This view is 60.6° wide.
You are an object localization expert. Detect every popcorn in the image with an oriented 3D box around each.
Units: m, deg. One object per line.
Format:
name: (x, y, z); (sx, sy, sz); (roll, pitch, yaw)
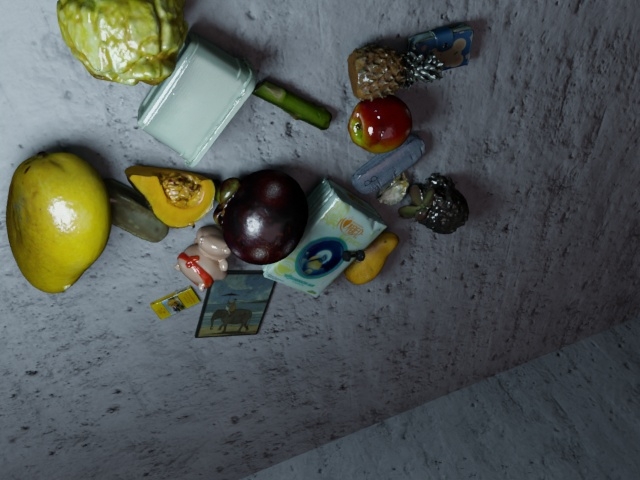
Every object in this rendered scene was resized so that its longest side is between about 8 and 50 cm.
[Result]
popcorn: (-0.437, -0.482, 1.205); (0.281, 0.282, 0.247); (-5, 133, -24)

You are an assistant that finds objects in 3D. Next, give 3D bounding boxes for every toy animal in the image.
toy animal: (-0.370, 0.059, 1.773); (0.171, 0.171, 0.198); (24, 108, -40)

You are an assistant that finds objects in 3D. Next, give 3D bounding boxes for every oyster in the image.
oyster: (0.261, -0.179, 1.977); (0.121, 0.045, 0.146); (-27, 143, -7)

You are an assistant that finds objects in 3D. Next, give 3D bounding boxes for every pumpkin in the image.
pumpkin: (-0.455, -0.125, 1.587); (0.278, 0.111, 0.163); (0, 114, -42)

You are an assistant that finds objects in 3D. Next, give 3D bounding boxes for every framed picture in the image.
framed picture: (-0.321, 0.244, 2.084); (0.264, 0.016, 0.347); (3, 127, -28)

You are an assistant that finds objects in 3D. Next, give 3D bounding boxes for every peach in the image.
peach: (0.192, -0.362, 1.682); (0.197, 0.197, 0.198); (-14, 134, -15)

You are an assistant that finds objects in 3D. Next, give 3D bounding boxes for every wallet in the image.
wallet: (0.360, -0.576, 1.662); (0.202, 0.059, 0.141); (-17, 141, -10)

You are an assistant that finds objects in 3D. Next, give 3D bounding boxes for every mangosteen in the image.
mangosteen: (-0.180, -0.079, 1.673); (0.297, 0.297, 0.293); (-40, 126, 11)

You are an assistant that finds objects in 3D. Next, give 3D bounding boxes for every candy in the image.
candy: (-0.553, -0.085, 1.605); (0.102, 0.104, 0.234); (-49, 134, 12)

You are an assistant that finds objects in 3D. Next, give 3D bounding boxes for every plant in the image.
plant: (0.423, -0.135, 2.012); (0.233, 0.178, 0.204); (29, 124, -31)

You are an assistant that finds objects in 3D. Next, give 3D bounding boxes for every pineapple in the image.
pineapple: (0.223, -0.489, 1.575); (0.278, 0.158, 0.158); (-8, 133, -5)

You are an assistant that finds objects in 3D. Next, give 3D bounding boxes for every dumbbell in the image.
dumbbell: (0.115, 0.053, 1.894); (0.083, 0.036, 0.040); (-2, 134, -32)

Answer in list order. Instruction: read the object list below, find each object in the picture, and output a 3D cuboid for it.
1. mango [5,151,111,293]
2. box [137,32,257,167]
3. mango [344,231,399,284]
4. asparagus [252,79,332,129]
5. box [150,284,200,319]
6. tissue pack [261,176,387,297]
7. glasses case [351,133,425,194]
mango: (-0.695, -0.030, 1.455); (0.220, 0.301, 0.445); (-35, 155, -49)
box: (-0.330, -0.372, 1.422); (0.182, 0.175, 0.312); (30, 112, -33)
mango: (0.191, 0.059, 2.116); (0.157, 0.109, 0.262); (31, 106, -32)
asparagus: (-0.082, -0.398, 1.597); (0.277, 0.060, 0.067); (21, 137, -39)
box: (-0.518, 0.222, 1.957); (0.155, 0.023, 0.087); (-25, 139, -4)
tissue pack: (0.000, 0.000, 1.925); (0.388, 0.162, 0.287); (-47, 137, 17)
glasses case: (0.232, -0.259, 1.876); (0.282, 0.067, 0.109); (-33, 138, 6)
